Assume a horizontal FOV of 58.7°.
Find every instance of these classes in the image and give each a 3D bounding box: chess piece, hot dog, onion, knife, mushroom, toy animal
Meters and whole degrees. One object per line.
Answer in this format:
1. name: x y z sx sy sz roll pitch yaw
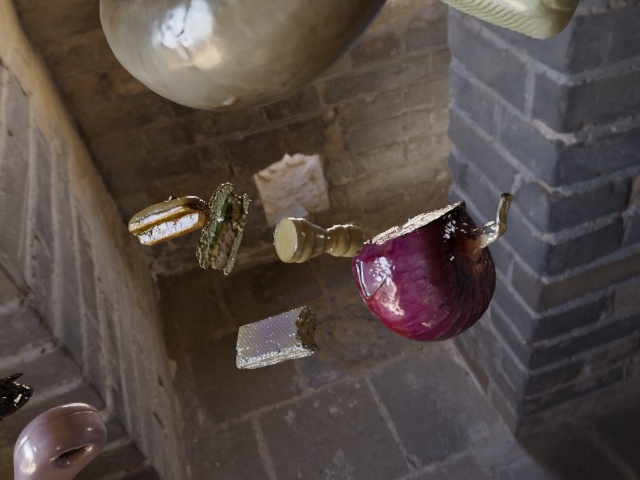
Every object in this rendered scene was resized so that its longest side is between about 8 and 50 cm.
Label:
1. chess piece: 0.000 0.000 0.816 0.122 0.066 0.066 0 32 -34
2. hot dog: -0.394 -0.056 1.466 0.250 0.104 0.076 -17 36 29
3. onion: 0.194 0.068 1.021 0.256 0.230 0.272 -24 9 -16
4. knife: -0.274 0.264 0.563 0.081 0.336 0.043 -8 51 -43
5. mushroom: -0.053 -0.194 0.360 0.226 0.178 0.226 -25 52 38
6. toy animal: -0.566 0.278 0.989 0.179 0.089 0.188 -21 -6 30

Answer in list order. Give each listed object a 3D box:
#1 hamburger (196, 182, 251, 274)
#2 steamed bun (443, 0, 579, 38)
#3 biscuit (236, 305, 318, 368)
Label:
1. hamburger: -0.291 -0.040 1.699 0.124 0.262 0.131 17 3 -13
2. steamed bun: 0.240 -0.382 0.759 0.239 0.152 0.170 32 20 27
3. biscuit: -0.104 0.236 1.348 0.239 0.062 0.108 -22 55 35
